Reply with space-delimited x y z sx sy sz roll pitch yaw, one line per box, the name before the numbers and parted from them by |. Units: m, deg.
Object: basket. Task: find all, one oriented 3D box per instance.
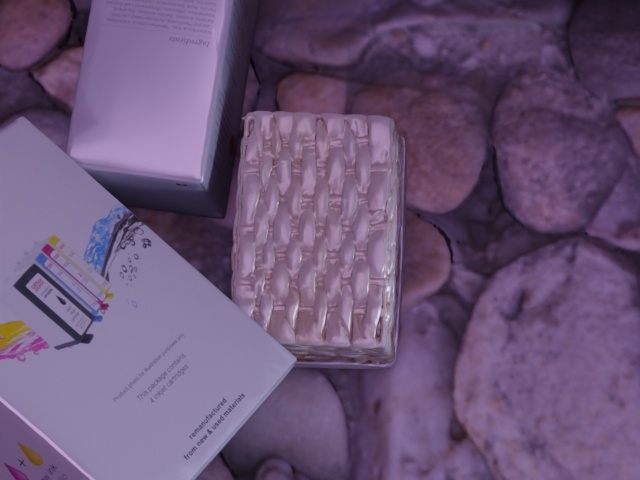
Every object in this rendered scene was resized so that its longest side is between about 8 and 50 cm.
basket | 0.000 0.000 0.822 0.113 0.103 0.167 2 82 4

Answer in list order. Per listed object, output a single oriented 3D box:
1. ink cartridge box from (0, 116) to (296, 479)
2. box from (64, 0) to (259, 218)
ink cartridge box | -0.175 0.083 0.742 0.233 0.171 0.168 41 42 3
box | -0.102 -0.113 0.831 0.091 0.130 0.170 8 81 3
